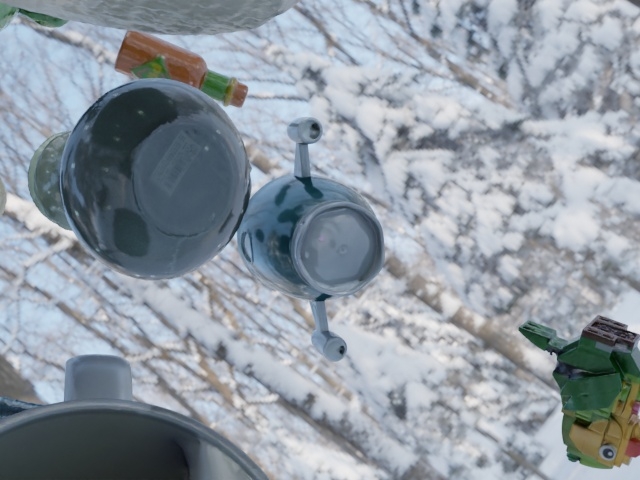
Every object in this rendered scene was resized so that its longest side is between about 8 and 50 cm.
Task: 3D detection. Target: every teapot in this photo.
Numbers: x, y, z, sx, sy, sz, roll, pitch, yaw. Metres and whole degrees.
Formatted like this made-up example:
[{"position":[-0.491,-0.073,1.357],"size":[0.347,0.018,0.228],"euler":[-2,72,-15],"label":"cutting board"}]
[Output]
[{"position":[-0.192,-0.059,0.926],"size":[0.183,0.251,0.183],"euler":[-3,-85,-37],"label":"teapot"}]

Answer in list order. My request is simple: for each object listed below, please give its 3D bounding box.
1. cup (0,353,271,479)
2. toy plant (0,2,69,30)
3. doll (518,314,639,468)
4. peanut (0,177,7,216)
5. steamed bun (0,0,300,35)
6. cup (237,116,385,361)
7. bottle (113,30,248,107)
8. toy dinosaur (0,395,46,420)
[{"position":[-0.157,0.258,0.637],"size":[0.237,0.323,0.327],"euler":[2,-43,-14],"label":"cup"},{"position":[-0.448,-0.333,1.152],"size":[0.210,0.356,0.317],"euler":[69,-146,-46],"label":"toy plant"},{"position":[0.325,0.180,1.138],"size":[0.134,0.186,0.106],"euler":[-13,3,29],"label":"doll"},{"position":[-0.557,-0.046,1.462],"size":[0.159,0.109,0.140],"euler":[-38,-9,5],"label":"peanut"},{"position":[-0.159,-0.297,0.675],"size":[0.374,0.374,0.241],"euler":[8,-88,-72],"label":"steamed bun"},{"position":[0.000,0.000,1.158],"size":[0.167,0.299,0.173],"euler":[-10,10,-18],"label":"cup"},{"position":[-0.192,-0.235,1.338],"size":[0.069,0.187,0.069],"euler":[-161,90,-79],"label":"bottle"},{"position":[-0.408,0.114,0.900],"size":[0.147,0.363,0.076],"euler":[-53,-5,10],"label":"toy dinosaur"}]
